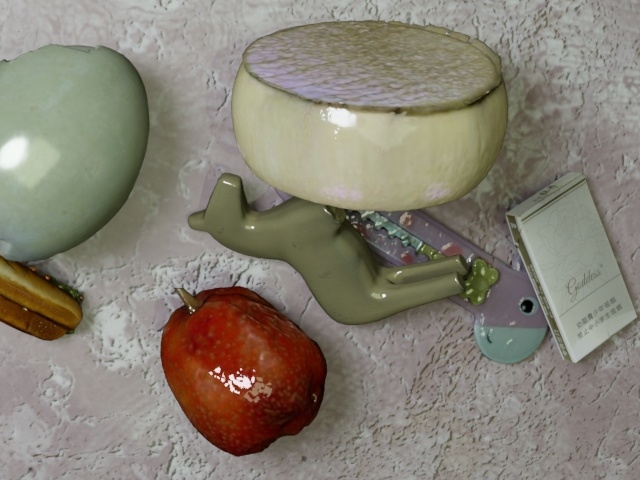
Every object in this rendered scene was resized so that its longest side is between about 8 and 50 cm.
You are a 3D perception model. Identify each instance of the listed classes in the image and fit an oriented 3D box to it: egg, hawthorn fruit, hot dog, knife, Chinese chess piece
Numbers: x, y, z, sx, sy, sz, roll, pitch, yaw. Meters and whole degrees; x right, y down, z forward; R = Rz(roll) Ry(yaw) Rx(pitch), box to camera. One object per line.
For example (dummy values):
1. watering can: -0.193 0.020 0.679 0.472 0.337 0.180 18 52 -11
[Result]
1. egg: -0.258 -0.094 0.999 0.217 0.183 0.183 -42 105 -7
2. hawthorn fruit: -0.077 0.134 1.091 0.173 0.173 0.179 -20 65 -8
3. hot dog: -0.318 0.047 1.050 0.072 0.055 0.188 -25 139 25
4. knife: 0.108 0.006 1.167 0.398 0.038 0.132 32 89 -15
5. Chinese chess piece: 0.047 -0.130 1.010 0.270 0.270 0.112 -3 119 -11

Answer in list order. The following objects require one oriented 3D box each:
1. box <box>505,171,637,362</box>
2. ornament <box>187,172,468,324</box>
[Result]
1. box: 0.293 0.031 1.201 0.109 0.029 0.198 -31 107 -22
2. ornament: 0.000 0.000 1.104 0.245 0.061 0.230 -20 122 26
